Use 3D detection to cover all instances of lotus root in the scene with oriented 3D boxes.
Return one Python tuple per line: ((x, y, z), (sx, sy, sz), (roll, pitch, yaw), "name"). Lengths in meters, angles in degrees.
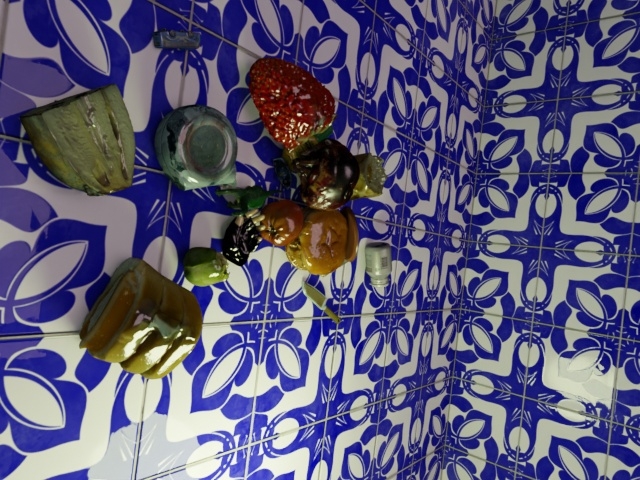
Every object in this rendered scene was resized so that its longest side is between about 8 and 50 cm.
((-0.614, -0.245, 1.237), (0.267, 0.149, 0.260), (-60, 142, -52), "lotus root")

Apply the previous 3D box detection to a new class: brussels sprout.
((-0.384, 0.085, 1.560), (0.183, 0.145, 0.131), (103, -26, -77), "brussels sprout")

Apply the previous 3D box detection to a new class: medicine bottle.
((0.298, 0.125, 2.390), (0.135, 0.135, 0.215), (-20, 110, -48), "medicine bottle")
((-0.049, -0.403, 1.948), (0.309, 0.076, 0.111), (-48, 145, -37), "medicine bottle")

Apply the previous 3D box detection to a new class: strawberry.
((-0.107, -0.530, 1.743), (0.292, 0.292, 0.343), (-44, 112, -38), "strawberry")

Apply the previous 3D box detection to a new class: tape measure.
((-0.395, -0.291, 1.492), (0.256, 0.147, 0.275), (-17, 112, -46), "tape measure")

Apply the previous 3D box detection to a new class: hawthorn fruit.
((-0.149, -0.074, 1.801), (0.189, 0.189, 0.189), (-9, 102, -50), "hawthorn fruit")

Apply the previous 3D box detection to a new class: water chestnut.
((0.024, -0.260, 1.856), (0.289, 0.244, 0.289), (-58, 166, -23), "water chestnut")

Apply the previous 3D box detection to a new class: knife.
((0.005, 0.283, 2.141), (0.343, 0.027, 0.061), (47, 63, -39), "knife")

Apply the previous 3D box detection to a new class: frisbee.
((0.119, -0.028, 2.095), (0.021, 0.251, 0.251), (-4, 99, -18), "frisbee")

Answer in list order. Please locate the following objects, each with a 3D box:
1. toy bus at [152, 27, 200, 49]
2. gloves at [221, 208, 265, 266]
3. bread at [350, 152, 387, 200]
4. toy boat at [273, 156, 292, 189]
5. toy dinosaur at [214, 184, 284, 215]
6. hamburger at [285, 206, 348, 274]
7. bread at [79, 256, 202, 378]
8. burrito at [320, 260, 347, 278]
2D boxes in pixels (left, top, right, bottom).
((-0.447, -0.628, 1.459), (0.153, 0.051, 0.061), (-23, 125, -47), "toy bus")
((-0.274, -0.022, 1.686), (0.203, 0.124, 0.164), (-66, 150, -18), "gloves")
((0.145, -0.272, 2.075), (0.196, 0.252, 0.239), (51, 52, -36), "bread")
((-0.149, -0.267, 1.856), (0.061, 0.060, 0.137), (-69, 149, -47), "toy boat")
((-0.210, -0.147, 1.610), (0.447, 0.300, 0.087), (-21, 109, -46), "toy dinosaur")
((0.000, 0.000, 1.984), (0.314, 0.170, 0.290), (-12, 104, -49), "hamburger")
((-0.496, 0.257, 1.393), (0.341, 0.210, 0.301), (50, 60, -42), "bread")
((0.080, 0.093, 2.185), (0.275, 0.059, 0.082), (-28, 125, -45), "burrito")
